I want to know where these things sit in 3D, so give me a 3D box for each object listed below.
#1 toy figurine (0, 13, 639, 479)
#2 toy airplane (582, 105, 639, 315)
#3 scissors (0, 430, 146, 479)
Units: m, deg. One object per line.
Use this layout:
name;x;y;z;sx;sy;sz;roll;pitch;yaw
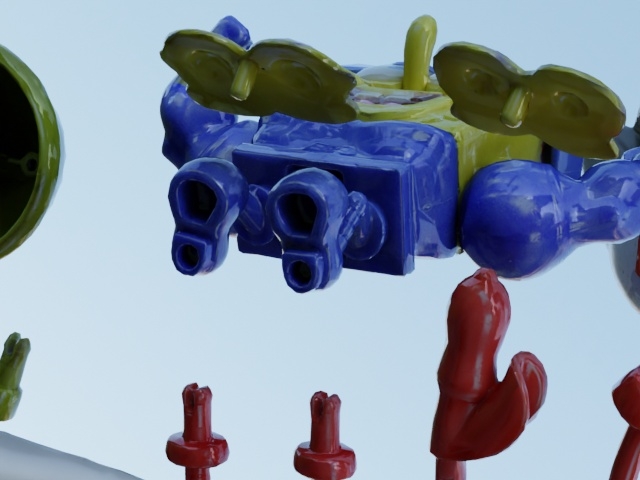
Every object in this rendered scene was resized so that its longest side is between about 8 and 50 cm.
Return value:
toy figurine;0.000;0.000;0.725;0.362;0.217;0.191;6;-74;28
toy airplane;0.212;-0.080;0.891;0.384;0.272;0.386;14;-33;52
scissors;-0.136;0.009;0.298;0.021;0.297;0.109;-33;-120;58
